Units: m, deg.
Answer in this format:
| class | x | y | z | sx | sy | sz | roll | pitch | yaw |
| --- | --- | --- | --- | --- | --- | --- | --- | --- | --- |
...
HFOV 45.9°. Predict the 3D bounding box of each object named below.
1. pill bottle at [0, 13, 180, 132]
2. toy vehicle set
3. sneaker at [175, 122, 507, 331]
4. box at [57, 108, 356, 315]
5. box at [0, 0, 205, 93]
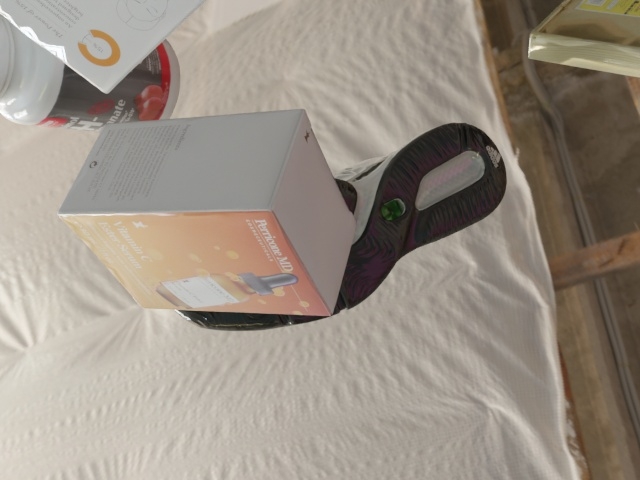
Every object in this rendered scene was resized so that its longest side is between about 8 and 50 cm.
| class | x | y | z | sx | sy | sz | roll | pitch | yaw |
| --- | --- | --- | --- | --- | --- | --- | --- | --- | --- |
| pill bottle | -0.386 | -0.256 | 1.140 | 0.176 | 0.318 | 0.176 | 1 | -88 | 40 |
| toy vehicle set | 0.403 | -0.293 | 0.979 | 0.166 | 0.035 | 0.267 | 20 | -133 | 31 |
| sneaker | 0.001 | 0.001 | 0.971 | 0.447 | 0.169 | 0.257 | -22 | 179 | -21 |
| box | -0.078 | -0.016 | 0.563 | 0.170 | 0.130 | 0.091 | 0 | -127 | 23 |
| box | -0.199 | -0.357 | 0.810 | 0.345 | 0.215 | 0.168 | -28 | -145 | 36 |
